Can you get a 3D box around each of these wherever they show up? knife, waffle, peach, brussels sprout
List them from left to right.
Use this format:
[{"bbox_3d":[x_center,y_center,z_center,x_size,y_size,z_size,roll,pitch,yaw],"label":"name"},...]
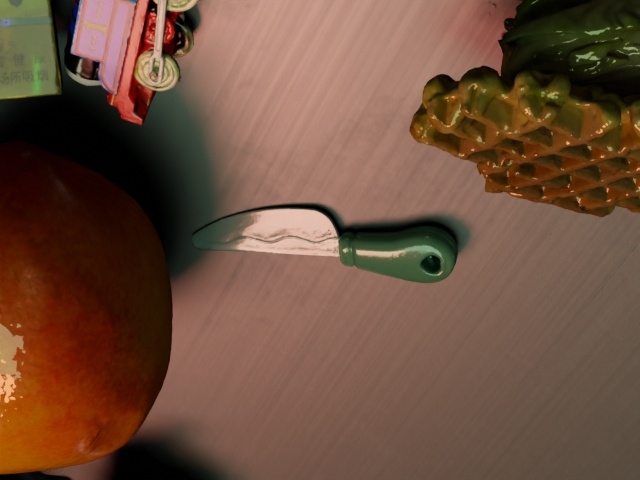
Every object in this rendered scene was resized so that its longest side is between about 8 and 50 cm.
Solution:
[{"bbox_3d":[-0.267,0.064,1.458,0.289,0.289,0.308,28,149,-13],"label":"peach"},{"bbox_3d":[0.000,-0.001,1.528,0.260,0.034,0.063,7,128,11],"label":"knife"},{"bbox_3d":[0.198,-0.075,1.324,0.249,0.056,0.253,7,167,6],"label":"waffle"},{"bbox_3d":[0.228,-0.151,1.301,0.181,0.100,0.139,-16,139,24],"label":"brussels sprout"}]

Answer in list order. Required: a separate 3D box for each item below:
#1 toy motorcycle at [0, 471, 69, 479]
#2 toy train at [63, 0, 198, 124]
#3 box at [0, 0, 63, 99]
[{"bbox_3d":[-0.337,0.320,1.789,0.416,0.172,0.232,-3,137,26],"label":"toy motorcycle"},{"bbox_3d":[-0.163,-0.208,1.344,0.131,0.082,0.204,16,131,-2],"label":"toy train"},{"bbox_3d":[-0.286,-0.212,1.345,0.121,0.030,0.193,-5,114,-4],"label":"box"}]
